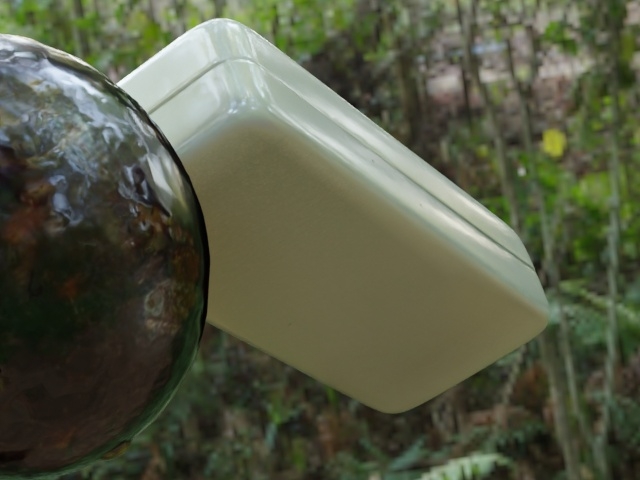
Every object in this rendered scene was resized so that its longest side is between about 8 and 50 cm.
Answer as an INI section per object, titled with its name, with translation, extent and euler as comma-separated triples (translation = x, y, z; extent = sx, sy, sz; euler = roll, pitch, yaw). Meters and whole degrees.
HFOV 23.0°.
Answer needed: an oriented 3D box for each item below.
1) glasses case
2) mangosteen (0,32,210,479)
[glasses case]
translation = 0.000, 0.000, 0.874
extent = 0.131, 0.070, 0.313
euler = -34, -39, 21
[mangosteen]
translation = -0.151, 0.021, 0.637
extent = 0.192, 0.192, 0.217
euler = -6, 24, 32
